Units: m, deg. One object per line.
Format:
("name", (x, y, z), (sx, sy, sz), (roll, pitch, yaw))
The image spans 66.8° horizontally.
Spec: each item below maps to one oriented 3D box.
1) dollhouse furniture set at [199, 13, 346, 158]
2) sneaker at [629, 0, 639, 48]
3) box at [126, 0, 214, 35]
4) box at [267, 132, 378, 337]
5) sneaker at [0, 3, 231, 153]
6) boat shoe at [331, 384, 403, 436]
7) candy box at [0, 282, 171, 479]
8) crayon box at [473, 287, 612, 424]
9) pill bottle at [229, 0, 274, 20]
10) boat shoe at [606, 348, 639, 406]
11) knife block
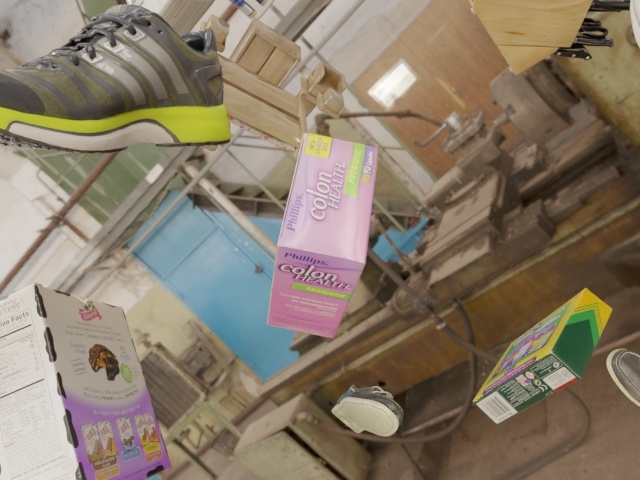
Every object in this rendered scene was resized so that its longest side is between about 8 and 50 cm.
("dollhouse furniture set", (-0.104, -0.200, 0.856), (0.174, 0.304, 0.355), (-42, 39, 38))
("sneaker", (0.481, -0.215, 0.531), (0.114, 0.305, 0.152), (-34, -18, 5))
("box", (-0.368, -0.600, 1.145), (0.119, 0.180, 0.182), (-22, -1, -45))
("box", (0.000, 0.000, 0.762), (0.242, 0.118, 0.213), (103, 178, -54))
("sneaker", (-0.190, -0.141, 0.416), (0.300, 0.111, 0.121), (-28, -57, -62))
("boat shoe", (0.083, 0.273, 0.814), (0.079, 0.084, 0.233), (-44, -5, -22))
("candy box", (-0.238, 0.155, 0.479), (0.070, 0.196, 0.165), (-24, -17, -1))
("crayon box", (0.645, 0.342, 1.420), (0.313, 0.106, 0.362), (-35, -18, -38))
("pill bottle", (-0.175, -0.545, 0.996), (0.094, 0.169, 0.094), (-34, 38, 32))
("boat shoe", (0.570, 0.257, 0.771), (0.080, 0.223, 0.073), (-38, -19, -15))
("knife block", (0.429, -0.436, 0.887), (0.242, 0.276, 0.088), (-31, 43, 29))
